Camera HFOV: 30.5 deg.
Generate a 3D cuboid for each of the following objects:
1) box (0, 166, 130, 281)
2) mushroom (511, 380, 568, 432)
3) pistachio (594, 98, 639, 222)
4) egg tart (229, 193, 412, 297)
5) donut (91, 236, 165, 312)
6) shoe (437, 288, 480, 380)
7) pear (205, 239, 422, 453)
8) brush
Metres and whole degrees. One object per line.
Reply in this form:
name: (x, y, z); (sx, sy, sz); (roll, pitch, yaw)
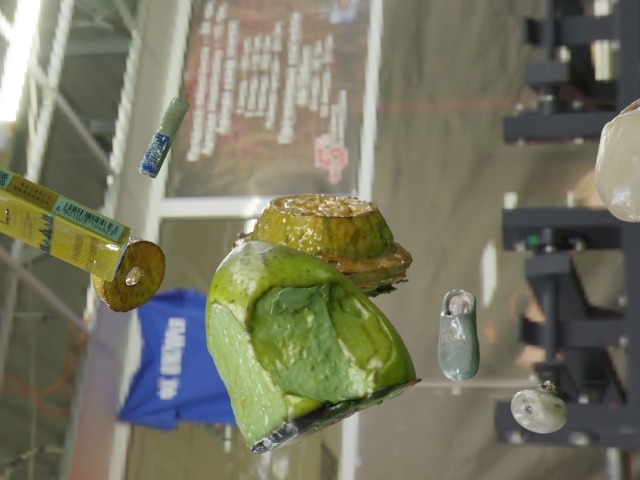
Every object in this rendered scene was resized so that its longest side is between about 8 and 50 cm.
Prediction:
box: (-0.403, -0.035, 1.632); (0.041, 0.279, 0.153); (-66, 5, -24)
mushroom: (0.330, 0.244, 1.754); (0.085, 0.085, 0.079); (72, -146, -54)
pistachio: (0.403, -0.100, 1.412); (0.215, 0.144, 0.144); (98, 179, -58)
egg tart: (0.000, 0.000, 1.739); (0.288, 0.288, 0.118); (-50, -38, -72)
donut: (-0.358, 0.059, 2.168); (0.152, 0.058, 0.152); (-27, -51, -40)
shoe: (0.253, 0.162, 2.172); (0.078, 0.079, 0.195); (67, -157, -47)
pear: (-0.012, 0.111, 1.486); (0.164, 0.238, 0.255); (-45, 64, 55)
brush: (-0.251, -0.174, 1.892); (0.030, 0.033, 0.178); (101, -175, -51)
